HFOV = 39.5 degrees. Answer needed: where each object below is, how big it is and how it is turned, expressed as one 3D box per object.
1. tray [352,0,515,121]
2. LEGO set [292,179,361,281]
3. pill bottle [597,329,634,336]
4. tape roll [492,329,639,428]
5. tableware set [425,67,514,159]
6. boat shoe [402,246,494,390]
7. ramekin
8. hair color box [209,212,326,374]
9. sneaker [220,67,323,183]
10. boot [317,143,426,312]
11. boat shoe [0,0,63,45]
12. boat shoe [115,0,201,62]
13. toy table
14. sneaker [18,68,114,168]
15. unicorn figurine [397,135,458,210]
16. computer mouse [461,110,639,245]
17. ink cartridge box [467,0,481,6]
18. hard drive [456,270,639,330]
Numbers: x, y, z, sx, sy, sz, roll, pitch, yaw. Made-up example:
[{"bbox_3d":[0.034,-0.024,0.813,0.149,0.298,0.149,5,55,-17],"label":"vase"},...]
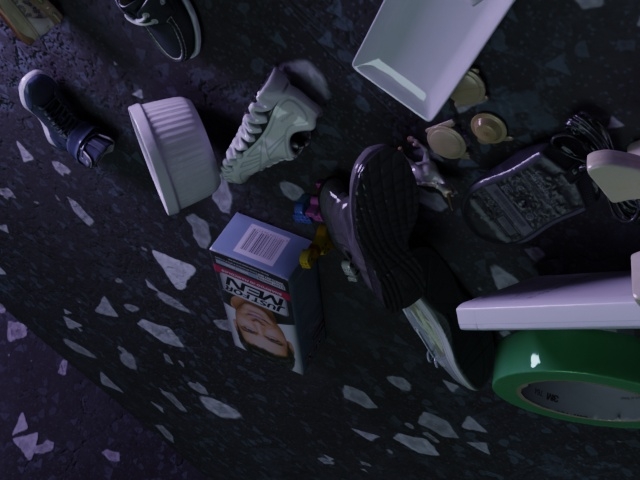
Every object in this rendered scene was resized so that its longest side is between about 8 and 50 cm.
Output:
[{"bbox_3d":[0.147,-0.282,1.182,0.145,0.030,0.270,35,145,2],"label":"tray"},{"bbox_3d":[0.000,0.000,1.664,0.087,0.093,0.227,6,140,38],"label":"LEGO set"},{"bbox_3d":[0.456,0.153,1.481,0.067,0.067,0.120,45,148,-17],"label":"pill bottle"},{"bbox_3d":[0.451,0.234,1.488,0.321,0.077,0.321,10,159,4],"label":"tape roll"},{"bbox_3d":[0.197,-0.186,1.299,0.141,0.020,0.169,-3,132,42],"label":"tableware set"},{"bbox_3d":[0.219,0.145,1.652,0.103,0.118,0.320,-2,130,53],"label":"boat shoe"},{"bbox_3d":[-0.257,-0.158,1.595,0.207,0.109,0.207,159,90,-79],"label":"ramekin"},{"bbox_3d":[-0.105,0.122,1.911,0.185,0.113,0.374,21,147,20],"label":"hair color box"},{"bbox_3d":[-0.088,-0.167,1.515,0.118,0.110,0.292,28,150,-8],"label":"sneaker"},{"bbox_3d":[0.060,-0.050,1.473,0.223,0.118,0.338,48,155,43],"label":"boot"},{"bbox_3d":[-0.565,-0.480,1.547,0.104,0.089,0.285,35,160,56],"label":"boat shoe"},{"bbox_3d":[-0.282,-0.391,1.385,0.114,0.091,0.302,9,141,35],"label":"boat shoe"},{"bbox_3d":[0.452,-0.042,1.070,0.161,0.252,0.274,-21,121,37],"label":"toy table"},{"bbox_3d":[-0.501,-0.237,1.790,0.163,0.086,0.226,32,160,23],"label":"sneaker"},{"bbox_3d":[0.153,-0.108,1.418,0.111,0.060,0.162,47,165,-18],"label":"unicorn figurine"},{"bbox_3d":[0.327,-0.075,1.288,0.272,0.072,0.188,-24,110,43],"label":"computer mouse"},{"bbox_3d":[0.220,-0.352,0.931,0.082,0.139,0.190,41,149,-15],"label":"ink cartridge box"},{"bbox_3d":[0.408,0.084,1.294,0.353,0.233,0.047,-8,94,47],"label":"hard drive"}]
